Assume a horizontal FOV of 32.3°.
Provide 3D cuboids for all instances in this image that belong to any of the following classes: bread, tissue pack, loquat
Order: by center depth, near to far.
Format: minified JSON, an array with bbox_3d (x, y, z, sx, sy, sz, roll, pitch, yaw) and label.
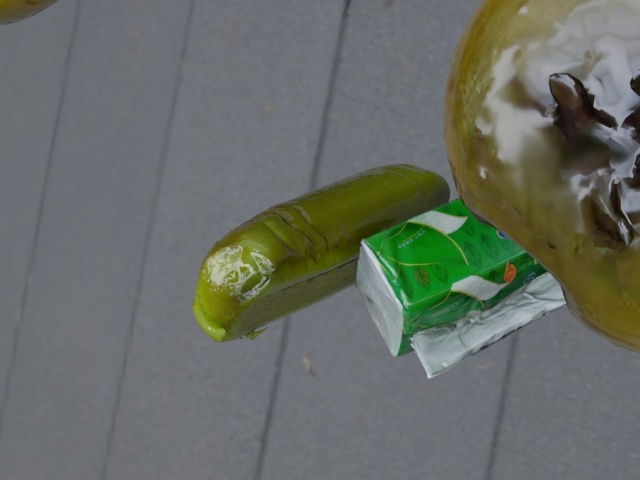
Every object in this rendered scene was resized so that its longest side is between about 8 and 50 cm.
[{"bbox_3d":[0.153,-0.047,0.471,0.213,0.213,0.213,-12,73,47],"label":"loquat"},{"bbox_3d":[0.166,0.048,1.218,0.156,0.209,0.148,62,167,21],"label":"tissue pack"},{"bbox_3d":[0.000,0.000,1.328,0.112,0.383,0.166,51,135,15],"label":"bread"}]

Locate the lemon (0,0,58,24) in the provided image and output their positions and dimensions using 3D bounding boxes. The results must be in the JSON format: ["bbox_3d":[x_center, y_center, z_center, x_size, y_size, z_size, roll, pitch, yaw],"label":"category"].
[{"bbox_3d":[-0.251,-0.263,0.827,0.256,0.188,0.188,-48,50,31],"label":"lemon"}]
